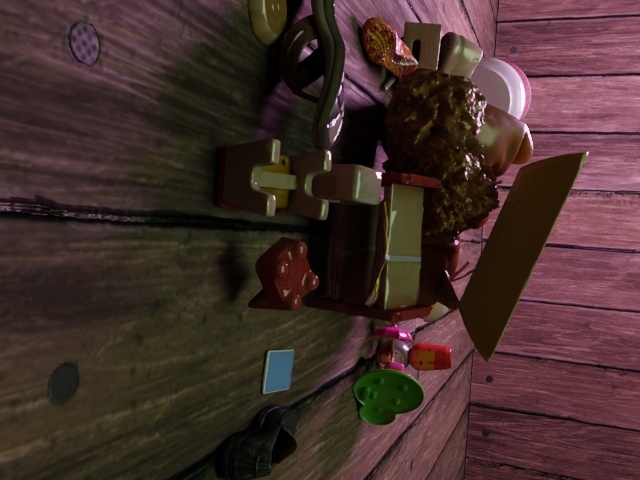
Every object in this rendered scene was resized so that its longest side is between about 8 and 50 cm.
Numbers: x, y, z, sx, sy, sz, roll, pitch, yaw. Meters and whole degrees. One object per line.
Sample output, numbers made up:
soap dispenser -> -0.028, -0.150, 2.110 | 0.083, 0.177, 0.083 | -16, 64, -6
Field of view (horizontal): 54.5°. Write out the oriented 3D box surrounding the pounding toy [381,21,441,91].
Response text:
pounding toy -> 0.179, -0.347, 1.230 | 0.130, 0.100, 0.141 | 1, 96, -83

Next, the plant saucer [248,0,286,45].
plant saucer -> -0.057, -0.266, 0.711 | 0.083, 0.015, 0.084 | 4, 90, -70

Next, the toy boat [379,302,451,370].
toy boat -> 0.207, 0.129, 1.338 | 0.267, 0.148, 0.319 | 70, 24, -57

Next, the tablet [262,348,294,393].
tablet -> -0.055, 0.170, 0.813 | 0.083, 0.006, 0.054 | 22, 74, -67

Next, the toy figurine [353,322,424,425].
toy figurine -> 0.132, 0.244, 1.200 | 0.159, 0.130, 0.173 | -76, -179, -49

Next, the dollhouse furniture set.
dollhouse furniture set -> 0.000, 0.000, 0.788 | 0.374, 0.152, 0.202 | 2, 92, -52

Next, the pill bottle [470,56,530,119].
pill bottle -> 0.469, -0.400, 1.763 | 0.407, 0.228, 0.229 | -33, 125, -65

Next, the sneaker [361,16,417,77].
sneaker -> 0.112, -0.345, 1.098 | 0.175, 0.064, 0.067 | 23, 35, -61

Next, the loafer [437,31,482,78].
loafer -> 0.271, -0.320, 1.342 | 0.269, 0.091, 0.102 | 108, -13, -54

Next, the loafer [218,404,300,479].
loafer -> -0.056, 0.245, 0.748 | 0.170, 0.061, 0.062 | -18, 110, -68

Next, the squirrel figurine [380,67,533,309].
squirrel figurine -> 0.184, -0.074, 1.082 | 0.397, 0.280, 0.371 | 38, 71, -71

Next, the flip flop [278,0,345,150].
flip flop -> -0.013, -0.230, 0.754 | 0.112, 0.080, 0.277 | 86, -1, -70

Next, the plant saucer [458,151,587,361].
plant saucer -> 0.325, 0.004, 1.035 | 0.333, 0.080, 0.333 | -68, 164, 11
